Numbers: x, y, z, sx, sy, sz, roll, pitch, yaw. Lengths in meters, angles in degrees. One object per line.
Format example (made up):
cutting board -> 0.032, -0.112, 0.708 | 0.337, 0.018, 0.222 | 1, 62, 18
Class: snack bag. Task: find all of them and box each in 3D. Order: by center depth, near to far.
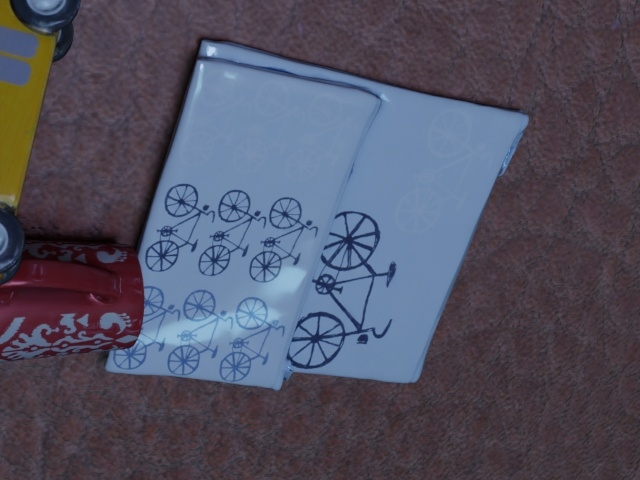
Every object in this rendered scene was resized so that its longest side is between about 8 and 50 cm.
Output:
snack bag -> 0.000, 0.000, 1.227 | 0.343, 0.037, 0.323 | 9, 114, -26

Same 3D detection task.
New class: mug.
mug -> -0.234, 0.054, 1.100 | 0.169, 0.150, 0.113 | 0, 103, -27

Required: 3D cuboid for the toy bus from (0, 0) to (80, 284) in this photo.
toy bus -> -0.264, -0.065, 0.956 | 0.130, 0.108, 0.332 | 13, 81, -12
